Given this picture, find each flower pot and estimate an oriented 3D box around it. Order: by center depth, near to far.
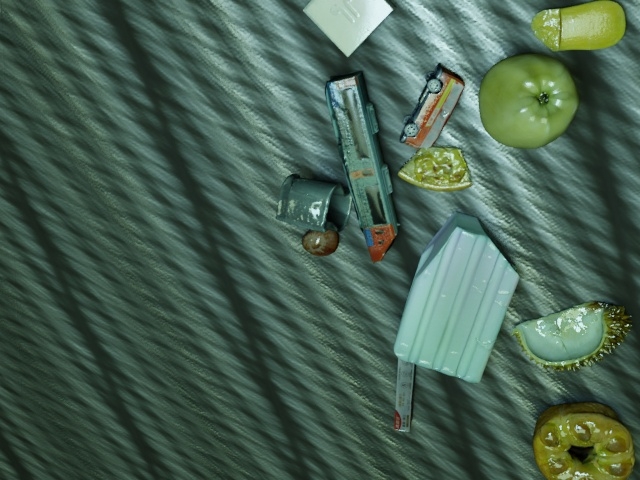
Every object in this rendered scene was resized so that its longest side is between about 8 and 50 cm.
[{"bbox_3d":[-0.007,-0.079,1.486,0.108,0.229,0.103,14,95,12],"label":"flower pot"}]

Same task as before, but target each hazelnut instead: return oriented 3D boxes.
[{"bbox_3d":[0.000,0.000,1.592,0.086,0.086,0.086,5,112,12],"label":"hazelnut"}]

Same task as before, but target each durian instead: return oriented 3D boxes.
[{"bbox_3d":[0.553,0.216,1.538,0.252,0.144,0.139,-25,82,26],"label":"durian"}]

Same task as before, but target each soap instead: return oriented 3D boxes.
[{"bbox_3d":[0.489,-0.403,1.338,0.168,0.033,0.089,-6,107,17],"label":"soap"},{"bbox_3d":[0.302,0.124,1.550,0.208,0.115,0.347,16,114,6],"label":"soap"}]

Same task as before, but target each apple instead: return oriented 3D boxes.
[{"bbox_3d":[0.396,-0.265,1.339,0.200,0.200,0.200,5,112,12],"label":"apple"}]

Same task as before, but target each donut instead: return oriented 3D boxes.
[{"bbox_3d":[0.601,0.473,1.619,0.226,0.114,0.226,5,112,11],"label":"donut"}]

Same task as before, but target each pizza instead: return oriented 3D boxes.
[{"bbox_3d":[0.246,-0.153,1.495,0.160,0.036,0.099,10,113,9],"label":"pizza"}]

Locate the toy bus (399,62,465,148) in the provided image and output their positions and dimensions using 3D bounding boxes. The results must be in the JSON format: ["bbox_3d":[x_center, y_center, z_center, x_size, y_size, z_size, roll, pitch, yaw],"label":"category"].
[{"bbox_3d":[0.227,-0.266,1.435,0.077,0.079,0.174,23,115,-7],"label":"toy bus"}]

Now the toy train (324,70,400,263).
[{"bbox_3d":[0.101,-0.152,1.503,0.089,0.086,0.409,-11,108,15],"label":"toy train"}]

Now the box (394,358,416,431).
[{"bbox_3d":[0.206,0.357,1.701,0.039,0.055,0.218,6,112,13],"label":"box"}]

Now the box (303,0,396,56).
[{"bbox_3d":[0.058,-0.462,1.407,0.129,0.051,0.130,45,114,-7],"label":"box"}]
